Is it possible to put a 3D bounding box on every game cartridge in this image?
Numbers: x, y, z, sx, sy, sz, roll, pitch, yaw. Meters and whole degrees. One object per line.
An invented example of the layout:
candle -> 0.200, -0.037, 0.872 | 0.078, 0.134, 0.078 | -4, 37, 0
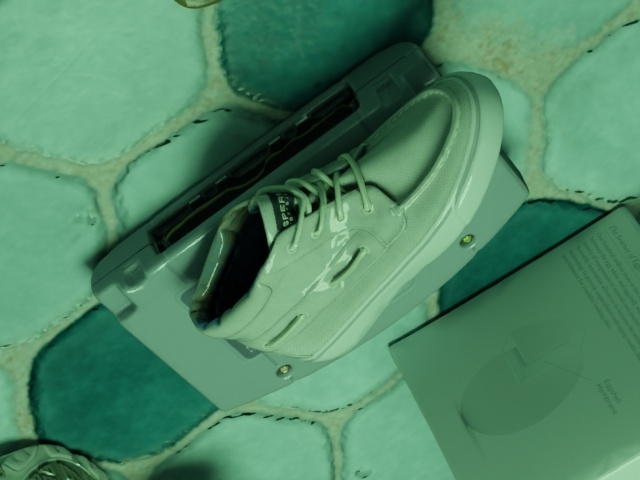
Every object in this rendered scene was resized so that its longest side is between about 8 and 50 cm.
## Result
game cartridge -> 0.000, 0.000, 1.476 | 0.294, 0.060, 0.196 | -35, 130, 9

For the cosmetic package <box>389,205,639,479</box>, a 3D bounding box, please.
cosmetic package -> 0.210, 0.133, 1.562 | 0.225, 0.224, 0.138 | -32, 133, 6

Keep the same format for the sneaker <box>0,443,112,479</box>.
sneaker -> -0.259, 0.216, 1.541 | 0.232, 0.090, 0.115 | 12, 143, -34

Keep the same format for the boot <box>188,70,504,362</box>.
boot -> 0.013, -0.016, 1.363 | 0.123, 0.095, 0.258 | 10, 126, -39

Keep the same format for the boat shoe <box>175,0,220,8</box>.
boat shoe -> -0.035, -0.197, 1.302 | 0.153, 0.048, 0.056 | -26, 122, -10
